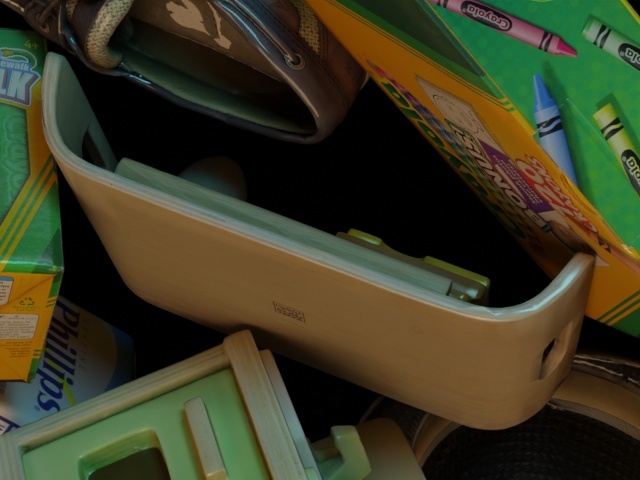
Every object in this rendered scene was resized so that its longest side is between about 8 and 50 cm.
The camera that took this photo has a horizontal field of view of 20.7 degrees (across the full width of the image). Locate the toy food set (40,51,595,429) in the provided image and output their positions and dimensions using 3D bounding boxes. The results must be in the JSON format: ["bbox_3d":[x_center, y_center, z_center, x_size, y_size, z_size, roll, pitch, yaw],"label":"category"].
[{"bbox_3d":[0.000,0.000,0.987,0.306,0.092,0.219,20,163,10],"label":"toy food set"}]

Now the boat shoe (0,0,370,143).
[{"bbox_3d":[-0.106,-0.136,0.956,0.285,0.092,0.103,24,132,-3],"label":"boat shoe"}]

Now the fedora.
[{"bbox_3d":[0.153,0.227,1.142,0.334,0.152,0.334,10,131,11],"label":"fedora"}]

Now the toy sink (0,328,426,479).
[{"bbox_3d":[-0.055,0.155,1.017,0.234,0.153,0.131,-21,128,-2],"label":"toy sink"}]

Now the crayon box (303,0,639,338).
[{"bbox_3d":[0.119,-0.062,0.895,0.278,0.081,0.165,46,172,-21],"label":"crayon box"}]

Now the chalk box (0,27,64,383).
[{"bbox_3d":[-0.224,-0.040,0.993,0.132,0.213,0.132,1,147,-18],"label":"chalk box"}]

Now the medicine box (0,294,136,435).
[{"bbox_3d":[-0.311,0.125,1.142,0.289,0.149,0.263,32,115,-22],"label":"medicine box"}]
